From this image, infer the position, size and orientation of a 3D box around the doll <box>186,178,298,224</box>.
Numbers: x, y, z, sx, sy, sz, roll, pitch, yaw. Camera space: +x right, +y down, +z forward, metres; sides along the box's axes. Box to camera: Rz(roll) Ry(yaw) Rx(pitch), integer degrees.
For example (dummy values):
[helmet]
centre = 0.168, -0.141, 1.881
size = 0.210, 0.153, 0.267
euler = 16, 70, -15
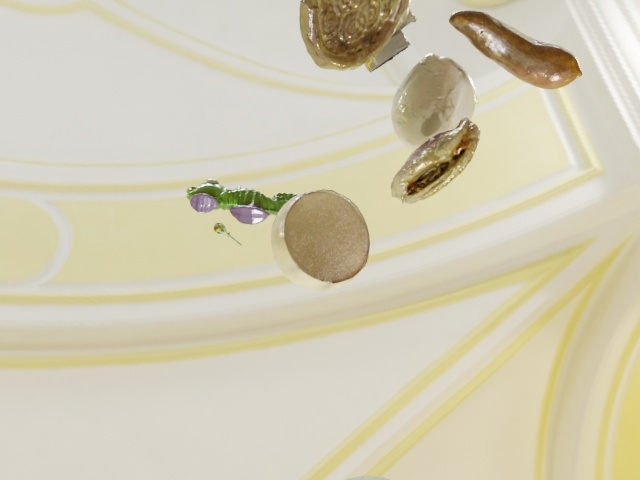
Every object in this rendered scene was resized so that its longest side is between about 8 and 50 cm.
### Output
[doll]
centre = -0.118, -0.062, 1.066
size = 0.190, 0.050, 0.115
euler = 9, -155, 6

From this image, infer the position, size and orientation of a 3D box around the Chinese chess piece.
[Chinese chess piece]
centre = 0.000, 0.000, 0.822
size = 0.122, 0.051, 0.122
euler = 7, -107, -24

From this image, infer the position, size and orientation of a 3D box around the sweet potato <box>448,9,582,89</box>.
[sweet potato]
centre = 0.390, -0.387, 1.394
size = 0.292, 0.097, 0.097
euler = 24, -130, -3

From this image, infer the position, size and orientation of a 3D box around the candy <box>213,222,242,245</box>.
[candy]
centre = -0.185, -0.010, 1.388
size = 0.083, 0.025, 0.023
euler = 41, -150, -40

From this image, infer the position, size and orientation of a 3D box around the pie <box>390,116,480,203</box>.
[pie]
centre = 0.216, -0.148, 1.291
size = 0.084, 0.205, 0.179
euler = 48, -156, -5

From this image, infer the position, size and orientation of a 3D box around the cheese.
[cheese]
centre = 0.236, -0.279, 1.454
size = 0.154, 0.198, 0.189
euler = 20, -94, 32

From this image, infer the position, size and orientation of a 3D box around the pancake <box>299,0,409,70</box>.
[pancake]
centre = 0.061, -0.369, 1.048
size = 0.212, 0.235, 0.029
euler = 7, -156, -49

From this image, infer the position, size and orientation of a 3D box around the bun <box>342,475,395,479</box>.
[bun]
centre = 0.061, 0.571, 1.110
size = 0.211, 0.362, 0.362
euler = 19, -140, -60

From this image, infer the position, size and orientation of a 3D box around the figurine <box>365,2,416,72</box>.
[figurine]
centre = 0.104, -0.479, 1.334
size = 0.143, 0.308, 0.308
euler = -7, -127, 12
